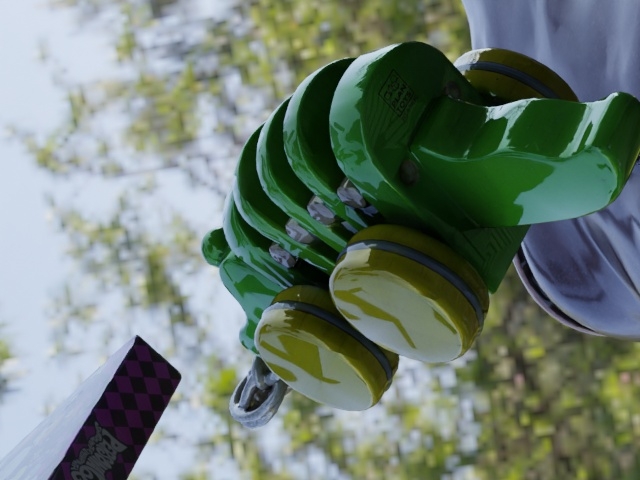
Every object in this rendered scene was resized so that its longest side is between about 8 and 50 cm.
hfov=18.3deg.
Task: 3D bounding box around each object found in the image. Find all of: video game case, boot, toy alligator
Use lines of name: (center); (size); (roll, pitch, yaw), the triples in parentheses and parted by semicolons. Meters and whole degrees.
video game case: (-0.177, 0.170, 1.015); (0.042, 0.210, 0.232); (44, -155, -9)
boot: (0.086, -0.090, 0.583); (0.207, 0.090, 0.248); (-151, 51, -81)
toy alligator: (0.000, 0.000, 0.405); (0.051, 0.190, 0.056); (36, -117, -9)
